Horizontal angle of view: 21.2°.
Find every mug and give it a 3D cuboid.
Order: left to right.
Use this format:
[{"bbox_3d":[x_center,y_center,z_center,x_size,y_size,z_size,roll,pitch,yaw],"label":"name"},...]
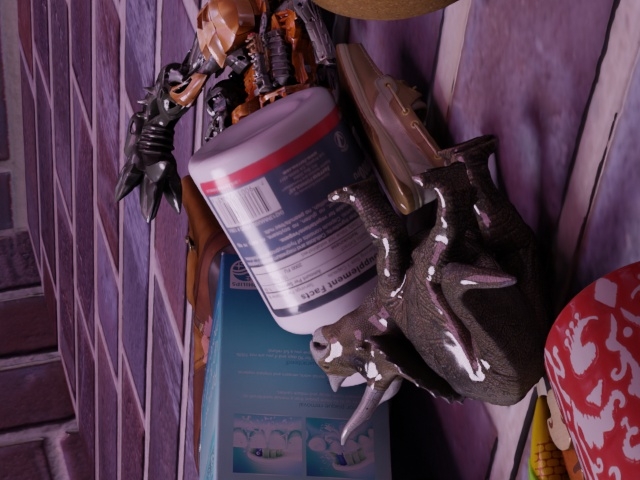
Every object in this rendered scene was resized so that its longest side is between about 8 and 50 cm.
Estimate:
[{"bbox_3d":[0.175,0.085,0.685,0.113,0.150,0.169,46,-164,-40],"label":"mug"}]

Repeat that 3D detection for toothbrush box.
[{"bbox_3d":[-0.023,0.190,1.232,0.216,0.126,0.295,102,169,-52],"label":"toothbrush box"}]

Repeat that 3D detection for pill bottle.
[{"bbox_3d":[0.000,0.000,1.134,0.180,0.108,0.108,61,169,-14],"label":"pill bottle"}]

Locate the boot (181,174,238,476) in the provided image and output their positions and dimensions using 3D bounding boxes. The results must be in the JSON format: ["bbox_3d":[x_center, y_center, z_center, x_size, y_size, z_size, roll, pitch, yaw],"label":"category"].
[{"bbox_3d":[-0.106,0.096,1.662,0.280,0.096,0.264,-136,39,-67],"label":"boot"}]

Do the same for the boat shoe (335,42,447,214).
[{"bbox_3d":[0.048,-0.077,1.101,0.050,0.045,0.135,80,168,-59],"label":"boat shoe"}]

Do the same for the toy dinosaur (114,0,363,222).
[{"bbox_3d":[-0.046,-0.125,1.313,0.218,0.164,0.322,120,159,-44],"label":"toy dinosaur"}]

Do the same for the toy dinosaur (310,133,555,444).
[{"bbox_3d":[0.085,0.030,0.962,0.313,0.121,0.160,-3,108,70],"label":"toy dinosaur"}]

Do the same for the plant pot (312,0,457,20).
[{"bbox_3d":[0.021,-0.241,0.835,0.254,0.237,0.237,76,173,-49],"label":"plant pot"}]

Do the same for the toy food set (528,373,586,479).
[{"bbox_3d":[0.142,0.120,0.884,0.192,0.038,0.132,146,114,-73],"label":"toy food set"}]
